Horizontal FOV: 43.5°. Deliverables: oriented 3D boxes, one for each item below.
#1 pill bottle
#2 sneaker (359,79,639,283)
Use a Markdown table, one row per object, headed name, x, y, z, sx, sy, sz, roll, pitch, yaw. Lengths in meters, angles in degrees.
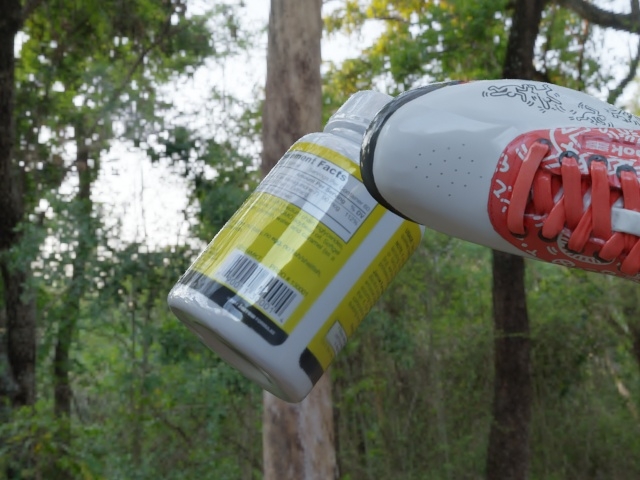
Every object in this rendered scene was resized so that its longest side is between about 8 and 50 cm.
| name | x | y | z | sx | sy | sz | roll | pitch | yaw |
| --- | --- | --- | --- | --- | --- | --- | --- | --- | --- |
| pill bottle | 0.000 | 0.000 | 0.574 | 0.119 | 0.208 | 0.119 | 35 | -17 | 13 |
| sneaker | 0.160 | -0.016 | 0.383 | 0.270 | 0.090 | 0.145 | 13 | 13 | -10 |
